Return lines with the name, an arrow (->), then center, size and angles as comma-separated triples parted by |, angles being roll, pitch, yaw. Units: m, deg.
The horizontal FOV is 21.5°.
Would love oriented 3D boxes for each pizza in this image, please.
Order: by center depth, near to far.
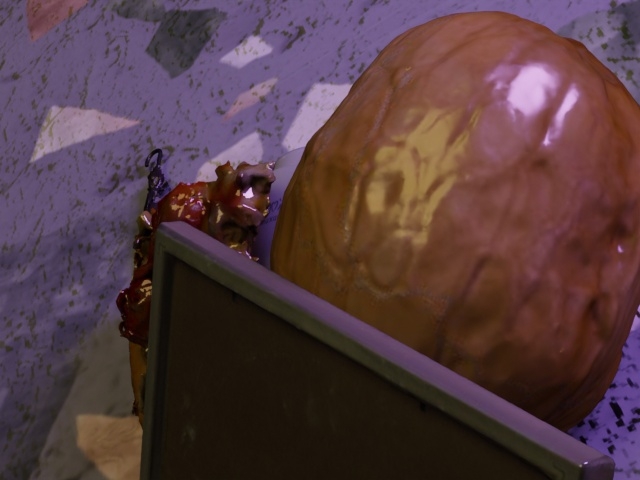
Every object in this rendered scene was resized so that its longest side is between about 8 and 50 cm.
pizza -> -0.083, 0.018, 0.993 | 0.201, 0.053, 0.193 | -108, 35, -53

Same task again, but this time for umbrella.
umbrella -> -0.118, -0.024, 1.174 | 0.022, 0.013, 0.122 | -34, 37, 27

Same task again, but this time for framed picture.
framed picture -> 0.003, 0.145, 0.766 | 0.024, 0.232, 0.315 | -8, 22, -36

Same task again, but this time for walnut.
walnut -> 0.077, -0.004, 0.838 | 0.195, 0.195, 0.222 | 17, 76, 48

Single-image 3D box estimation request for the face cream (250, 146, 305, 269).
face cream -> 0.000, 0.000, 0.990 | 0.091, 0.091, 0.095 | -12, 52, 31
